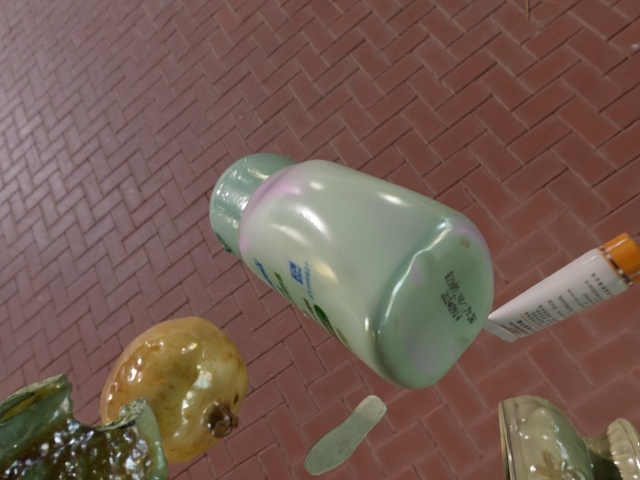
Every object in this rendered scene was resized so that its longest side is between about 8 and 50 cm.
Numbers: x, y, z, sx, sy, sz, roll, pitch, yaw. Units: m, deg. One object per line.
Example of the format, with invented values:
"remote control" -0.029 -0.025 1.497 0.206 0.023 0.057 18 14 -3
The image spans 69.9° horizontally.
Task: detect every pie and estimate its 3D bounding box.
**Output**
"pie" -0.367 0.350 0.649 0.067 0.303 0.302 -1 72 55

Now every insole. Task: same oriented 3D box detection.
"insole" 0.047 0.366 0.855 0.192 0.010 0.063 -45 88 0

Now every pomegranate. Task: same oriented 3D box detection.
"pomegranate" -0.292 0.294 0.932 0.308 0.307 0.306 -7 72 22

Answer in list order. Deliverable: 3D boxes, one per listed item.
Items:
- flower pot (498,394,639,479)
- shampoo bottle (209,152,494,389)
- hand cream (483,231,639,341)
"flower pot" 0.497 0.464 0.909 0.245 0.307 0.306 -7 72 17
"shampoo bottle" 0.000 0.000 0.504 0.151 0.221 0.350 -48 43 -11
"hand cream" 0.469 0.111 0.884 0.314 0.140 0.089 -39 41 24
